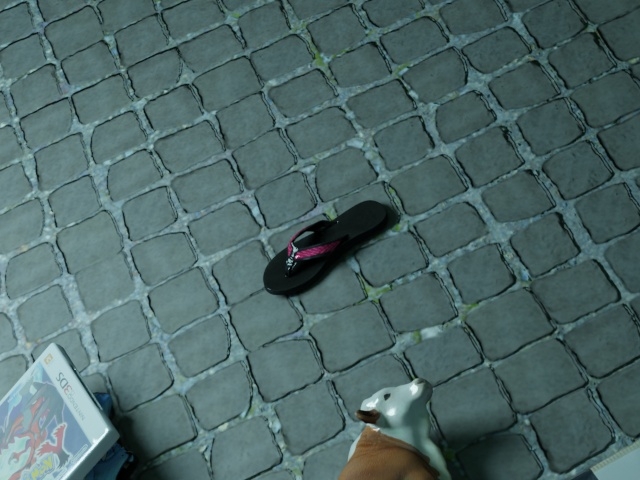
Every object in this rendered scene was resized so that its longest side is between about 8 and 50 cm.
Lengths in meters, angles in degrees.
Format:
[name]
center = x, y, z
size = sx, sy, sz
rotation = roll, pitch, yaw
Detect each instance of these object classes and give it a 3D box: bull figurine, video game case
[bull figurine]
center = 0.070, 0.287, 1.742
size = 0.188, 0.101, 0.310
rotation = 18, 59, 30
[video game case]
center = -0.333, 0.240, 1.935
size = 0.201, 0.023, 0.183
rotation = -49, 42, 5

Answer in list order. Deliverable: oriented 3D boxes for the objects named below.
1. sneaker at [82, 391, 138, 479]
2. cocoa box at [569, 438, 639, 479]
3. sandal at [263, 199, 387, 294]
[sneaker]
center = -0.243, 0.247, 1.937
size = 0.073, 0.063, 0.162
rotation = -3, 55, -1
[cocoa box]
center = 0.290, 0.398, 1.473
size = 0.228, 0.231, 0.347
rotation = -29, 47, -4
[sandal]
center = 0.000, 0.000, 2.058
size = 0.179, 0.040, 0.067
rotation = -36, 48, -11
